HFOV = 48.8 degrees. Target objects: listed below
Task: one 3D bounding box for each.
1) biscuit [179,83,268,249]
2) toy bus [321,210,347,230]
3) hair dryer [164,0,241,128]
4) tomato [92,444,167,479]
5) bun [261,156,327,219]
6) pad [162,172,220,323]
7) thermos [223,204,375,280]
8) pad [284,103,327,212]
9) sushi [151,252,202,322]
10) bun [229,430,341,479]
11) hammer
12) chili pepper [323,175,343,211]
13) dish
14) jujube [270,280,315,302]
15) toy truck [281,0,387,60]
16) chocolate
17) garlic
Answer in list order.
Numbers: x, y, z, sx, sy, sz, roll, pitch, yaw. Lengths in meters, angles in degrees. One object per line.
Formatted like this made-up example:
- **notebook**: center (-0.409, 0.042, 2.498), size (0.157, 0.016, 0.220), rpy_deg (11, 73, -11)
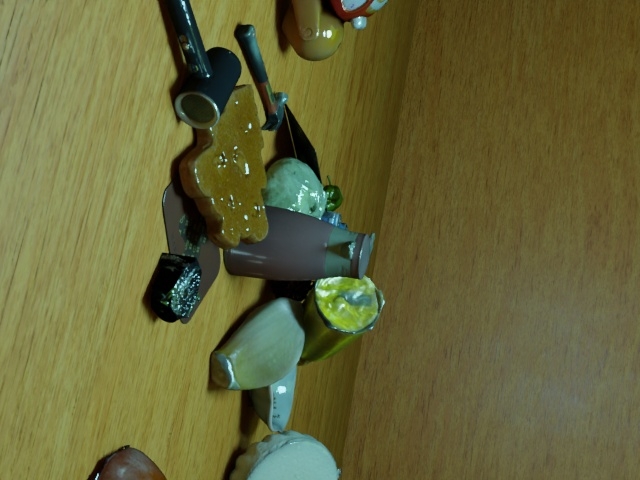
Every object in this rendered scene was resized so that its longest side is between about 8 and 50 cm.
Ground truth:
- **biscuit**: center (-0.152, -0.134, 1.203), size (0.284, 0.043, 0.306), rpy_deg (49, 41, -59)
- **toy bus**: center (0.000, 0.000, 1.866), size (0.234, 0.116, 0.133), rpy_deg (50, 50, -71)
- **hair dryer**: center (-0.179, -0.298, 1.004), size (0.255, 0.070, 0.128), rpy_deg (79, 22, -44)
- **tomato**: center (-0.258, 0.411, 0.976), size (0.199, 0.112, 0.228), rpy_deg (82, 23, -57)
- **bun**: center (-0.056, -0.074, 1.539), size (0.212, 0.127, 0.204), rpy_deg (87, 18, -44)
- **pad**: center (-0.209, -0.007, 1.173), size (0.181, 0.004, 0.267), rpy_deg (-65, 159, -52)
- **thermos**: center (-0.035, 0.016, 1.368), size (0.176, 0.265, 0.146), rpy_deg (54, 45, -74)
- **pad**: center (-0.033, -0.188, 1.615), size (0.170, 0.006, 0.245), rpy_deg (61, -8, 30)
- **sushi**: center (-0.216, 0.078, 1.067), size (0.084, 0.056, 0.083), rpy_deg (80, 22, -52)
- **bun**: center (-0.107, 0.537, 1.591), size (0.263, 0.175, 0.263), rpy_deg (-8, 104, -33)
- **hammer**: center (-0.111, -0.311, 1.354), size (0.287, 0.033, 0.111), rpy_deg (71, 29, -64)
- **chili pepper**: center (0.028, -0.119, 2.007), size (0.204, 0.072, 0.073), rpy_deg (-55, 148, -63)
- **dish**: center (-0.118, 0.330, 1.624), size (0.229, 0.081, 0.229), rpy_deg (4, 90, -78)
- **jujube**: center (-0.066, 0.082, 1.633), size (0.104, 0.104, 0.166), rpy_deg (-69, 175, -46)
- **toy truck**: center (0.042, -0.495, 1.438), size (0.189, 0.265, 0.239), rpy_deg (-45, 131, -68)
- **chocolate**: center (-0.007, 0.210, 1.689), size (0.445, 0.162, 0.162), rpy_deg (127, -19, -60)
- **garlic**: center (-0.123, 0.221, 1.455), size (0.318, 0.112, 0.143), rpy_deg (-39, 113, -63)
